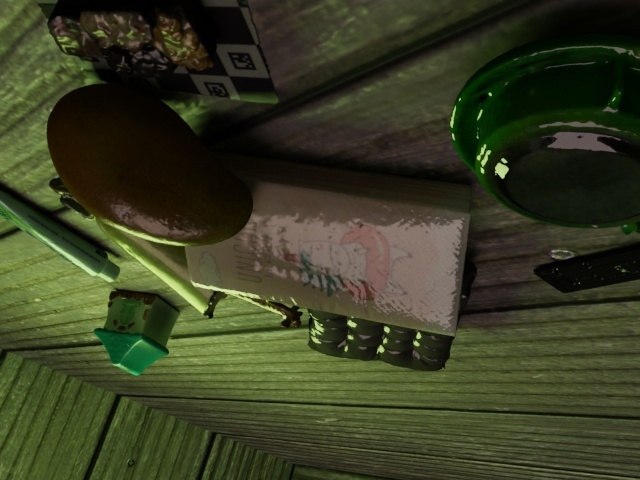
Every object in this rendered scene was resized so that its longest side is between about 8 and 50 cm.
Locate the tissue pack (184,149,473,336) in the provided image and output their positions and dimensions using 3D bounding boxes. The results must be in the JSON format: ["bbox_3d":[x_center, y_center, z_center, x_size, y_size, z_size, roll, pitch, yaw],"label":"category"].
[{"bbox_3d":[0.000,0.000,0.768,0.326,0.071,0.170,9,125,14],"label":"tissue pack"}]

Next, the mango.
[{"bbox_3d":[-0.177,-0.071,0.699,0.227,0.136,0.099,33,173,-2],"label":"mango"}]

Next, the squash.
[{"bbox_3d":[-0.205,-0.016,0.895,0.287,0.137,0.137,40,147,-28],"label":"squash"}]

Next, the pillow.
[{"bbox_3d":[0.082,0.096,0.967,0.228,0.101,0.326,9,157,8],"label":"pillow"}]

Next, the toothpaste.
[{"bbox_3d":[-0.453,-0.017,1.122,0.075,0.048,0.297,0,148,44],"label":"toothpaste"}]

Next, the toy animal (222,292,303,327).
[{"bbox_3d":[-0.149,0.074,1.068,0.276,0.054,0.149,7,146,40],"label":"toy animal"}]

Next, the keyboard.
[{"bbox_3d":[0.337,0.028,0.760,0.061,0.013,0.204,29,153,-25],"label":"keyboard"}]

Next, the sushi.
[{"bbox_3d":[-0.162,-0.171,0.599,0.215,0.050,0.192,10,155,14],"label":"sushi"}]

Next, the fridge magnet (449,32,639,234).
[{"bbox_3d":[0.203,-0.076,0.528,0.208,0.088,0.208,14,156,6],"label":"fridge magnet"}]

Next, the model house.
[{"bbox_3d":[-0.376,0.189,1.383,0.127,0.148,0.100,2,156,25],"label":"model house"}]
